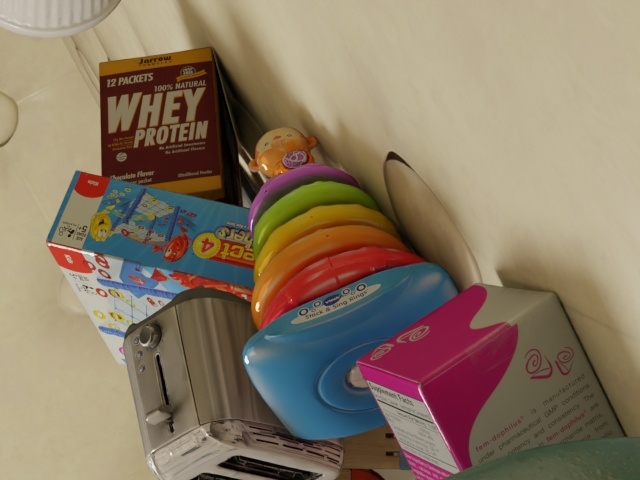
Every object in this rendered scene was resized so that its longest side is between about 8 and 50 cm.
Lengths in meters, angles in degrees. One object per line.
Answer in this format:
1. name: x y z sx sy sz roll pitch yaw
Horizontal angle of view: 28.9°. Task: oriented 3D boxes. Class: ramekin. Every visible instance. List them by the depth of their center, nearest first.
1. ramekin: -0.311 -0.343 1.389 0.207 0.207 0.109 59 160 7

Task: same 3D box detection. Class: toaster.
1. toaster: -0.067 0.145 1.104 0.227 0.129 0.146 24 -134 -44

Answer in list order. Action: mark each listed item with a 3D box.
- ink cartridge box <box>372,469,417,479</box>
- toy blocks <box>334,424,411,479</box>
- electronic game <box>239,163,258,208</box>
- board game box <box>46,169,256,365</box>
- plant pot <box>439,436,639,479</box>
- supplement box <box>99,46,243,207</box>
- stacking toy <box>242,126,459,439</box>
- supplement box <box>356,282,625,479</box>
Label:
1. ink cartridge box: 0.051 0.288 1.456 0.171 0.168 0.232 63 170 -10
2. toy blocks: 0.017 0.322 1.236 0.191 0.261 0.381 76 -165 -83
3. electronic game: -0.108 -0.049 1.627 0.229 0.048 0.229 55 167 20
4. board game box: -0.096 0.069 1.299 0.302 0.086 0.308 12 154 13
5. plant pot: 0.156 0.248 0.628 0.248 0.252 0.247 48 164 49
6. supplement box: -0.164 -0.080 1.406 0.194 0.129 0.191 79 -176 -61
7. stacking toy: 0.000 0.000 1.063 0.166 0.175 0.302 64 -176 -48
8. supplement box: 0.134 0.151 0.830 0.220 0.111 0.114 63 163 -13
